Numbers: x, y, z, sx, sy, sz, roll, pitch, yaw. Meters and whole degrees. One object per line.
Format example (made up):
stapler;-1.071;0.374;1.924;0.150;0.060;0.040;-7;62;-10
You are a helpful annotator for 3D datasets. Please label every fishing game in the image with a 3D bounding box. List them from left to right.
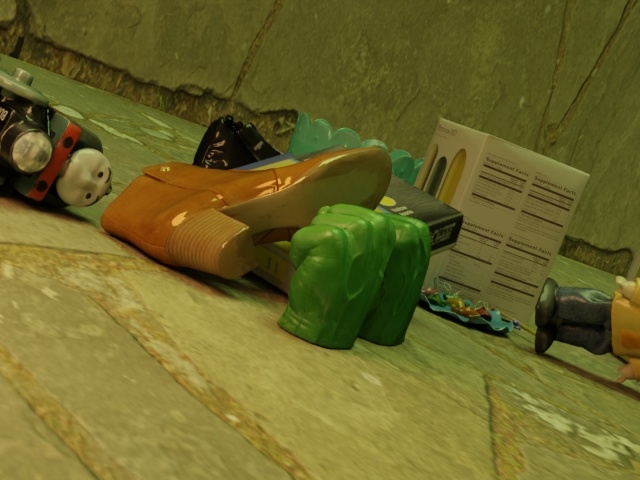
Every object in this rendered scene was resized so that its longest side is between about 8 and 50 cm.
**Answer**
fishing game;0.196;0.087;1.914;0.264;0.041;0.189;17;7;-24

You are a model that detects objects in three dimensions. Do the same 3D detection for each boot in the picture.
boot;-0.084;-0.058;1.481;0.295;0.104;0.211;-29;37;-36

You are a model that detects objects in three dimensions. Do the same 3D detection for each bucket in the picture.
bucket;0.050;-0.106;2.399;0.281;0.183;0.281;21;7;-3

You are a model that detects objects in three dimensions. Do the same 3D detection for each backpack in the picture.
backpack;-0.108;-0.097;2.026;0.182;0.151;0.115;25;1;-21

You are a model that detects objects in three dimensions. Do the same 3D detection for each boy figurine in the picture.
boy figurine;0.444;0.132;1.813;0.285;0.177;0.092;11;36;18

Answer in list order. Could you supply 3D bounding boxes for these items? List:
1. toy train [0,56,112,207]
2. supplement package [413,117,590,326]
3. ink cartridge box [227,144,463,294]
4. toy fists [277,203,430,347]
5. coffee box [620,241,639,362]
toy train;-0.370;-0.134;1.529;0.190;0.142;0.334;29;0;-43
supplement package;0.262;-0.033;2.116;0.198;0.262;0.199;19;6;-21
ink cartridge box;-0.026;-0.046;1.667;0.307;0.072;0.304;33;34;30
toy fists;0.042;0.032;1.413;0.096;0.142;0.279;24;7;24
coffee box;0.707;0.104;2.089;0.338;0.338;0.334;20;7;-12
